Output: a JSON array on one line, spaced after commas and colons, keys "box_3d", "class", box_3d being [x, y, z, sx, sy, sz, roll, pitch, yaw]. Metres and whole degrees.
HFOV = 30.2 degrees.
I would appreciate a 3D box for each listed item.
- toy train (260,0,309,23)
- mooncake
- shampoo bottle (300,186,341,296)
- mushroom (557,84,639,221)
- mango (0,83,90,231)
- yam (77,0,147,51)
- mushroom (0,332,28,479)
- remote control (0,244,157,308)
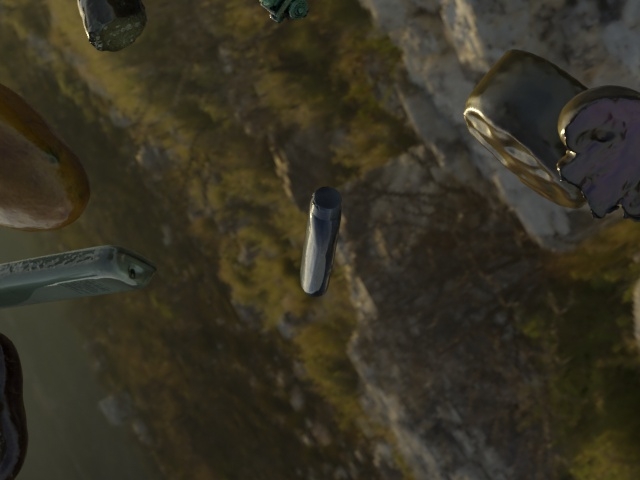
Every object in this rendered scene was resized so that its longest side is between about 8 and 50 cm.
[{"box_3d": [-0.055, -0.544, 2.422, 0.132, 0.200, 0.083, 26, -170, -48], "class": "toy train"}, {"box_3d": [0.375, -0.183, 2.008, 0.284, 0.155, 0.284, 43, 179, 1], "class": "mooncake"}, {"box_3d": [0.000, 0.000, 1.826, 0.234, 0.049, 0.087, 99, 170, -57], "class": "shampoo bottle"}, {"box_3d": [0.372, -0.116, 1.469, 0.141, 0.117, 0.188, -35, 110, 26], "class": "mushroom"}, {"box_3d": [-0.307, -0.081, 1.105, 0.227, 0.109, 0.147, 22, 133, 28], "class": "mango"}, {"box_3d": [-0.220, -0.302, 1.081, 0.274, 0.061, 0.061, 69, 155, 15], "class": "yam"}, {"box_3d": [-0.448, 0.222, 1.528, 0.217, 0.148, 0.227, 157, 101, -73], "class": "mushroom"}, {"box_3d": [-0.339, 0.050, 1.494, 0.309, 0.090, 0.038, -10, 64, 36], "class": "remote control"}]
